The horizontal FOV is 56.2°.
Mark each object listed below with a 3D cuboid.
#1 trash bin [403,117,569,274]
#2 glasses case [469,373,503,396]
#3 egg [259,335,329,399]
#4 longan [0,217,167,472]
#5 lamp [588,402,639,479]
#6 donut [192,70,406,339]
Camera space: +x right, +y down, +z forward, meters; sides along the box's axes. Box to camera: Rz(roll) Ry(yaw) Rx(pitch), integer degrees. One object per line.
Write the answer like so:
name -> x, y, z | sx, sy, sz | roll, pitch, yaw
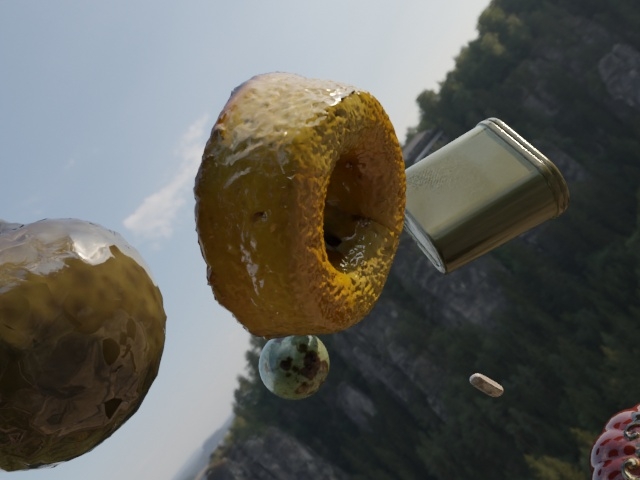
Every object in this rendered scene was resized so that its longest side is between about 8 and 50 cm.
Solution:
trash bin -> 0.269, -0.080, 1.076 | 0.248, 0.243, 0.121 | -31, -42, -3
glasses case -> 0.369, 0.322, 1.332 | 0.032, 0.083, 0.021 | -47, 18, 35
egg -> -0.069, 0.307, 1.475 | 0.169, 0.169, 0.231 | -47, 2, -28
longan -> -0.430, 0.148, 0.900 | 0.391, 0.391, 0.391 | -49, -6, -7
lamp -> 0.482, 0.320, 0.803 | 0.227, 0.227, 0.227 | -49, -6, -7
donut -> 0.001, -0.039, 0.648 | 0.303, 0.110, 0.302 | -7, -82, -58
